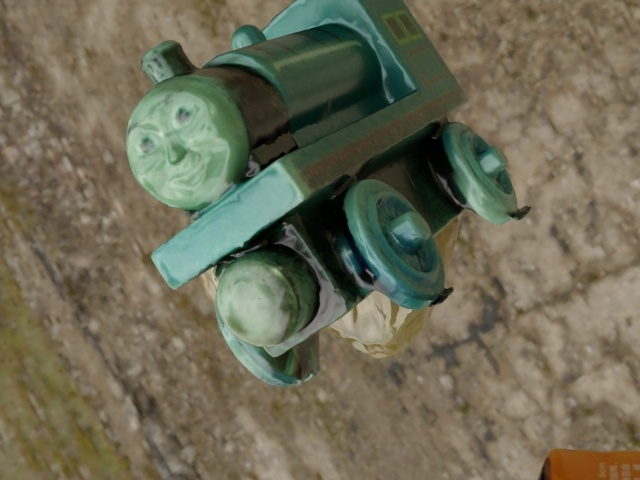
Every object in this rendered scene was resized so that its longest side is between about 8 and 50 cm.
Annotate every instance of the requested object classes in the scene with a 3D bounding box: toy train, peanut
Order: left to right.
[{"bbox_3d":[0.000,0.000,0.944,0.233,0.110,0.197,5,101,19],"label":"peanut"},{"bbox_3d":[0.003,-0.047,0.652,0.120,0.298,0.194,-33,91,28],"label":"toy train"}]

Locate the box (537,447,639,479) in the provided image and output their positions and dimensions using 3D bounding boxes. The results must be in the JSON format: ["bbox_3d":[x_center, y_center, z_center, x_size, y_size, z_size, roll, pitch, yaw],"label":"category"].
[{"bbox_3d":[0.303,0.249,0.696,0.341,0.143,0.225,-1,130,14],"label":"box"}]
